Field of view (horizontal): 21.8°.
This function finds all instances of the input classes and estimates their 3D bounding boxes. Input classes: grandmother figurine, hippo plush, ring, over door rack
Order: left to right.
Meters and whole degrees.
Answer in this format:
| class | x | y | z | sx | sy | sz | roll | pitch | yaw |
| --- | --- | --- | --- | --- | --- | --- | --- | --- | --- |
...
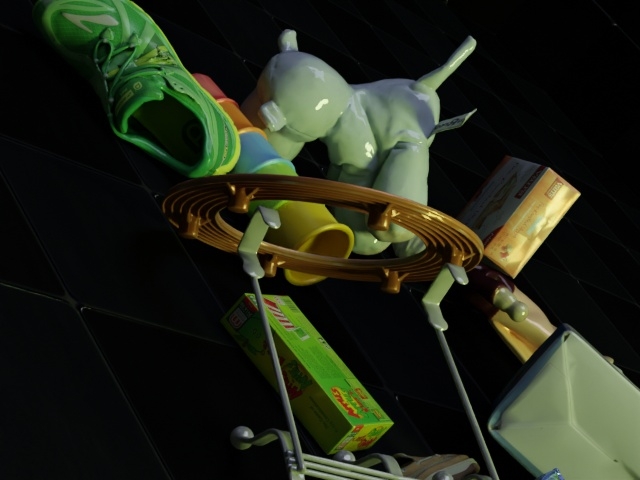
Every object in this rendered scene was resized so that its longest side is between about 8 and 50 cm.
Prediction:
| class | x | y | z | sx | sy | sz | roll | pitch | yaw |
| --- | --- | --- | --- | --- | --- | --- | --- | --- | --- |
| ring | 0.000 | 0.000 | 1.712 | 0.336 | 0.032 | 0.336 | 9 | -14 | 2 |
| hippo plush | 0.018 | -0.125 | 2.084 | 0.236 | 0.294 | 0.234 | 17 | 59 | -23 |
| over door rack | 0.039 | 0.146 | 1.543 | 0.239 | 0.108 | 0.324 | 16 | 45 | -27 |
| grandmother figurine | 0.243 | 0.086 | 2.286 | 0.342 | 0.104 | 0.208 | 39 | -10 | -3 |

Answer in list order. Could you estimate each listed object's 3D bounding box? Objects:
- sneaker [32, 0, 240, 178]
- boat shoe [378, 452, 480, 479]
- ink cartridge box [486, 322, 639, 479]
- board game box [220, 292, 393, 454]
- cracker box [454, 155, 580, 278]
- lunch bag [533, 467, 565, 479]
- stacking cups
| class | x | y | z | sx | sy | sz | roll | pitch | yaw |
| --- | --- | --- | --- | --- | --- | --- | --- | --- | --- |
| sneaker | -0.210 | -0.185 | 1.904 | 0.295 | 0.109 | 0.123 | 43 | 13 | 0 |
| boat shoe | 0.100 | 0.238 | 1.661 | 0.072 | 0.068 | 0.190 | 36 | 15 | 18 |
| ink cartridge box | 0.340 | 0.238 | 1.945 | 0.270 | 0.151 | 0.395 | 43 | 6 | 7 |
| board game box | -0.014 | 0.134 | 1.685 | 0.181 | 0.043 | 0.092 | 49 | 19 | 22 |
| cracker box | 0.278 | -0.039 | 2.439 | 0.067 | 0.156 | 0.232 | 39 | -1 | -12 |
| lunch bag | 0.196 | 0.301 | 1.605 | 0.096 | 0.129 | 0.151 | 47 | 17 | 15 |
| stacking cups | -0.079 | -0.080 | 1.992 | 0.096 | 0.096 | 0.316 | 21 | 24 | -50 |
